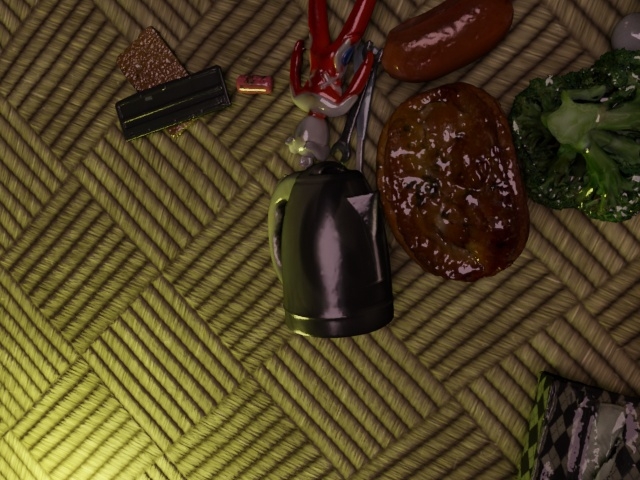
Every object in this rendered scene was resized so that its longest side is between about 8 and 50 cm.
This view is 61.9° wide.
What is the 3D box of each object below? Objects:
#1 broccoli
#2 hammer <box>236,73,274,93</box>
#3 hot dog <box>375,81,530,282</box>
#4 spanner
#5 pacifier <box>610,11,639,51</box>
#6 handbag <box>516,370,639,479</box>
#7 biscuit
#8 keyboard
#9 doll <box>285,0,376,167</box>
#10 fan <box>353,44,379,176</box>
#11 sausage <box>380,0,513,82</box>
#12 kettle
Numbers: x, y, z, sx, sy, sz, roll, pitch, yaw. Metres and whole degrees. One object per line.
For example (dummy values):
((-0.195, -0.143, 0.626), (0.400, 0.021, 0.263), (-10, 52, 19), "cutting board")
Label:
((0.473, -0.189, 0.939), (0.307, 0.275, 0.308), (-3, 86, 46), "broccoli")
((-0.142, -0.341, 1.164), (0.083, 0.043, 0.043), (5, 99, 14), "hammer")
((0.254, -0.104, 1.034), (0.266, 0.174, 0.388), (-11, 95, 28), "hot dog")
((0.075, -0.284, 1.113), (0.054, 0.015, 0.255), (26, 108, 26), "spanner")
((0.623, -0.382, 0.919), (0.238, 0.287, 0.225), (50, 148, -15), "pacifier")
((0.617, 0.439, 1.042), (0.415, 0.180, 0.317), (13, 88, 12), "handbag")
((-0.358, -0.360, 1.217), (0.131, 0.025, 0.231), (-36, 89, 15), "biscuit")
((-0.385, -0.290, 1.207), (0.381, 0.041, 0.104), (-15, 94, 8), "keyboard")
((0.012, -0.338, 1.099), (0.188, 0.099, 0.384), (22, 101, 30), "doll")
((0.086, -0.268, 1.133), (0.057, 0.023, 0.282), (6, 98, 10), "fan")
((0.242, -0.387, 1.025), (0.258, 0.133, 0.133), (-25, 92, 11), "sausage")
((0.000, 0.000, 1.101), (0.320, 0.228, 0.324), (7, 105, 48), "kettle")
